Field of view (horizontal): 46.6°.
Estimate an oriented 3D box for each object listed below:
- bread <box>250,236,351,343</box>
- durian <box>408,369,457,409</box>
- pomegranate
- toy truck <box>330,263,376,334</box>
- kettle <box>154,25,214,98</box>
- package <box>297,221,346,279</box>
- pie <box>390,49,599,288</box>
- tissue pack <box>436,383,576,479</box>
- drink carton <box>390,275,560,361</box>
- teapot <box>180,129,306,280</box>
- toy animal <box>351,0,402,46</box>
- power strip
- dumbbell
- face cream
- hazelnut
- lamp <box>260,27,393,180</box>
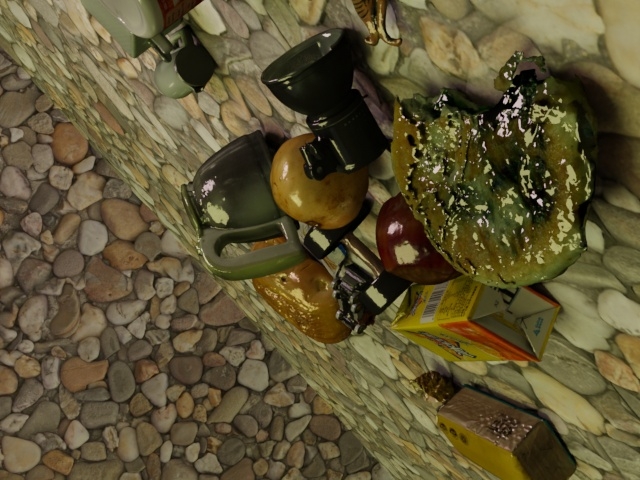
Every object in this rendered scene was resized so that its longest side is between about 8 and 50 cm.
[{"bbox_3d":[-0.058,0.156,2.132,0.328,0.148,0.337,39,161,23],"label":"bread"},{"bbox_3d":[0.311,0.395,1.931,0.140,0.078,0.224,26,166,21],"label":"durian"},{"bbox_3d":[0.002,-0.123,1.354,0.196,0.196,0.196,41,162,17],"label":"pomegranate"},{"bbox_3d":[0.091,0.147,1.869,0.083,0.092,0.192,35,150,34],"label":"toy truck"},{"bbox_3d":[-0.296,-0.383,1.633,0.098,0.126,0.148,19,172,-26],"label":"kettle"},{"bbox_3d":[0.000,0.000,1.834,0.171,0.027,0.173,52,160,16],"label":"package"},{"bbox_3d":[0.218,-0.080,0.970,0.371,0.078,0.296,1,109,62],"label":"pie"},{"bbox_3d":[0.420,0.465,1.717,0.192,0.134,0.271,54,162,-24],"label":"tissue pack"},{"bbox_3d":[0.269,0.145,1.358,0.155,0.111,0.351,30,164,-9],"label":"drink carton"},{"bbox_3d":[-0.169,-0.058,1.635,0.239,0.239,0.321,71,175,-82],"label":"teapot"},{"bbox_3d":[0.024,-0.351,0.991,0.241,0.057,0.099,45,162,9],"label":"toy animal"},{"bbox_3d":[-0.361,-0.466,1.499,0.224,0.140,0.139,47,162,-3],"label":"power strip"},{"bbox_3d":[0.090,0.027,1.505,0.218,0.152,0.152,45,162,7],"label":"dumbbell"},{"bbox_3d":[-0.275,-0.464,1.219,0.201,0.187,0.201,41,162,17],"label":"face cream"},{"bbox_3d":[0.186,-0.010,1.235,0.202,0.160,0.170,-11,145,25],"label":"hazelnut"},{"bbox_3d":[0.020,-0.191,1.165,0.147,0.172,0.227,15,142,57],"label":"lamp"}]
